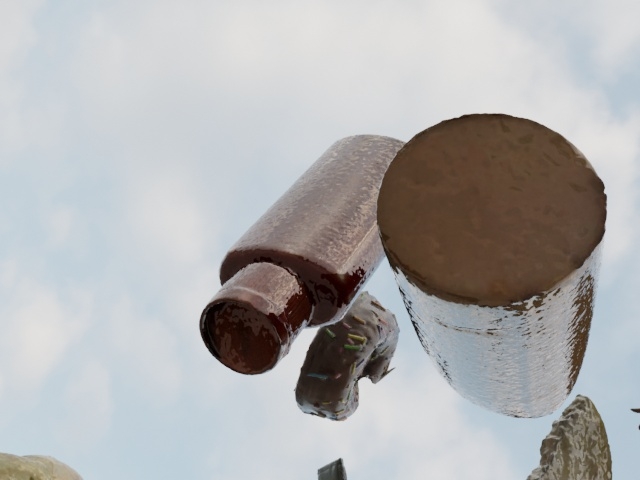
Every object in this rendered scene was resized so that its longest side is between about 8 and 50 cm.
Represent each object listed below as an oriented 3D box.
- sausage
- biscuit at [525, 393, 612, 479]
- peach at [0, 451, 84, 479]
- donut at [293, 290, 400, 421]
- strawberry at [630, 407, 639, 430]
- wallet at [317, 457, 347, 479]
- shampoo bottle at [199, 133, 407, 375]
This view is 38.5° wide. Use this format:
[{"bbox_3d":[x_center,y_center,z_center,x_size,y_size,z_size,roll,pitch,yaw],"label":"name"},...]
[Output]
[{"bbox_3d":[0.114,0.032,0.589,0.123,0.253,0.123,-5,-117,10],"label":"sausage"},{"bbox_3d":[0.291,0.317,1.107,0.133,0.250,0.032,52,-30,-13],"label":"biscuit"},{"bbox_3d":[-0.358,0.341,1.031,0.214,0.236,0.214,3,-85,42],"label":"peach"},{"bbox_3d":[0.056,0.196,1.537,0.096,0.230,0.216,30,-57,24],"label":"donut"},{"bbox_3d":[0.576,0.253,1.243,0.258,0.261,0.261,-8,-87,-1],"label":"strawberry"},{"bbox_3d":[0.025,0.456,1.614,0.088,0.026,0.129,-42,-138,49],"label":"wallet"},{"bbox_3d":[0.000,0.000,0.677,0.102,0.260,0.064,11,-58,20],"label":"shampoo bottle"}]
